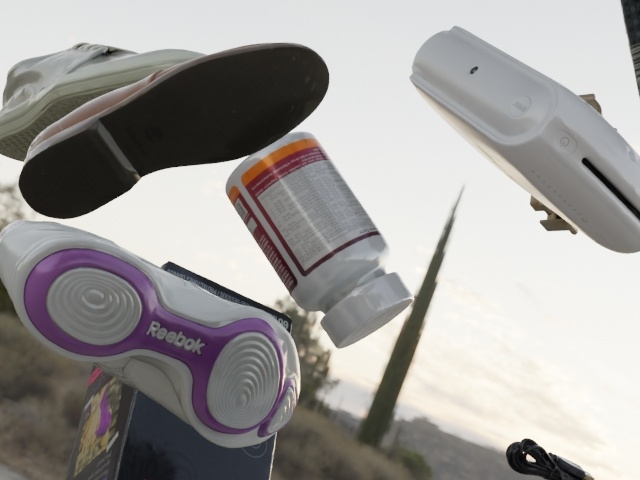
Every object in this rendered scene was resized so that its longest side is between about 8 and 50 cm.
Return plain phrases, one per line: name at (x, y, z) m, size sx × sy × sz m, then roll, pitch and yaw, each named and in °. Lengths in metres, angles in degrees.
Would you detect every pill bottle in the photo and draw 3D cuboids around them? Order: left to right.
pill bottle at (0.000, 0.000, 1.197) m, size 0.221 × 0.121 × 0.121 m, roll 56°, pitch -8°, yaw 13°

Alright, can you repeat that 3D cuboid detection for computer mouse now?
computer mouse at (0.207, 0.279, 0.971) m, size 0.106 × 0.193 × 0.042 m, roll 31°, pitch -43°, yaw -30°

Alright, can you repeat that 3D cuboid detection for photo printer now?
photo printer at (0.262, -0.115, 1.294) m, size 0.256 × 0.107 × 0.307 m, roll 37°, pitch 7°, yaw -33°

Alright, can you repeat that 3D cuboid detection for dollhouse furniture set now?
dollhouse furniture set at (0.331, -0.115, 1.484) m, size 0.101 × 0.161 × 0.182 m, roll -3°, pitch -23°, yaw 32°

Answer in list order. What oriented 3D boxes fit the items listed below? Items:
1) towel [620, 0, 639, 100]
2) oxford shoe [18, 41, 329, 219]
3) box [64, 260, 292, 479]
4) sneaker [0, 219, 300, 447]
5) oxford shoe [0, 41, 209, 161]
towel at (0.516, -0.336, 1.349) m, size 0.056 × 0.312 × 0.324 m, roll -11°, pitch 0°, yaw -44°
oxford shoe at (-0.099, -0.088, 0.725) m, size 0.212 × 0.076 × 0.076 m, roll -19°, pitch -55°, yaw 3°
box at (-0.146, 0.187, 1.120) m, size 0.165 × 0.270 × 0.143 m, roll 25°, pitch -39°, yaw -25°
sneaker at (-0.134, 0.066, 0.906) m, size 0.305 × 0.114 × 0.152 m, roll 39°, pitch -7°, yaw -37°
oxford shoe at (-0.272, -0.188, 1.356) m, size 0.169 × 0.130 × 0.449 m, roll 22°, pitch -19°, yaw -38°
